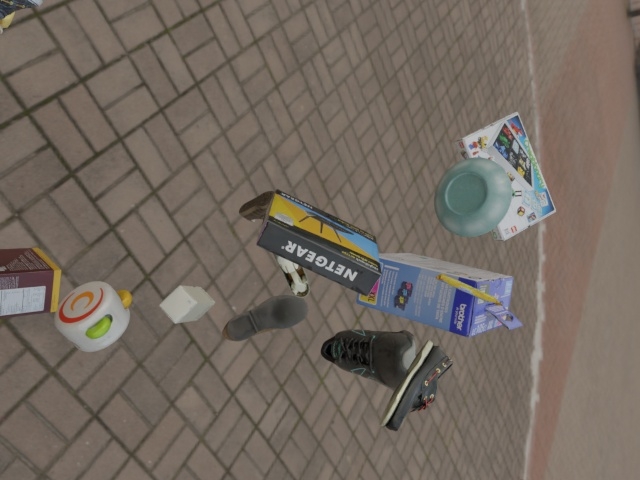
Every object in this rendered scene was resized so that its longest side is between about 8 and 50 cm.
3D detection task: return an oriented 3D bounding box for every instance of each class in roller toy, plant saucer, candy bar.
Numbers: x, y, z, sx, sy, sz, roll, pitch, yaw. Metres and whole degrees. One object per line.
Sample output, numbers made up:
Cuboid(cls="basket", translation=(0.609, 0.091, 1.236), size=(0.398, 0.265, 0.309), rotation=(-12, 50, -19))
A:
Cuboid(cls="roller toy", translation=(-0.695, 0.235, 1.652), size=(0.210, 0.190, 0.146), rotation=(-85, 161, -45))
Cuboid(cls="plant saucer", translation=(0.349, -0.107, 1.266), size=(0.037, 0.194, 0.195), rotation=(15, 77, -50))
Cuboid(cls="candy bar", translation=(0.337, 0.112, 1.224), size=(0.040, 0.161, 0.018), rotation=(114, 0, -86))

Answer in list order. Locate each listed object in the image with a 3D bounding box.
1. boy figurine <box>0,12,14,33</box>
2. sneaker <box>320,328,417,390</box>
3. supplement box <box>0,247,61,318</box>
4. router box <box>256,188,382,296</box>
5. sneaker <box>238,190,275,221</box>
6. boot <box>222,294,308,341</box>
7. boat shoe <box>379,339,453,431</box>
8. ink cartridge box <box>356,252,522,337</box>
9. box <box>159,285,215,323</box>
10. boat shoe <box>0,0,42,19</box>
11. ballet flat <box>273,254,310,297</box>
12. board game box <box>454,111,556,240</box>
Cuboid(cls="boy figurine", translation=(-0.793, -0.554, 1.232), size=(0.092, 0.285, 0.177), rotation=(54, 14, 24))
Cuboid(cls="sneaker", translation=(0.079, 0.203, 0.927), size=(0.106, 0.267, 0.101), rotation=(8, 77, -15))
Cuboid(cls="supplement box", translation=(-0.859, 0.114, 1.489), size=(0.194, 0.191, 0.129), rotation=(-3, 111, -46))
Cuboid(cls="router box", translation=(0.000, 0.000, 0.797), size=(0.178, 0.046, 0.133), rotation=(25, 23, -10))
Cuboid(cls="sneaker", translation=(-0.188, -0.111, 1.796), size=(0.071, 0.188, 0.066), rotation=(40, 51, -35))
Cuboid(cls="boot", translation=(-0.186, 0.260, 1.790), size=(0.305, 0.115, 0.113), rotation=(-15, 80, -30))
Cuboid(cls="boat shoe", translation=(0.104, 0.156, 0.567), size=(0.133, 0.042, 0.049), rotation=(-36, 160, -51))
Cuboid(cls="ink cartridge box", translation=(0.336, 0.141, 1.443), size=(0.269, 0.395, 0.151), rotation=(1, 98, -52))
Cuboid(cls="box", translation=(-0.492, 0.238, 2.010), size=(0.113, 0.094, 0.275), rotation=(-44, 173, -4))
Cuboid(cls="boat shoe", translation=(-0.664, -0.513, 1.143), size=(0.065, 0.183, 0.083), rotation=(38, 95, -12))
Cuboid(cls="ballet flat", translation=(-0.072, 0.074, 1.433), size=(0.068, 0.072, 0.213), rotation=(-107, 176, -48))
Cuboid(cls="board game box", translation=(0.517, -0.177, 1.494), size=(0.192, 0.053, 0.306), rotation=(-26, 98, -14))
